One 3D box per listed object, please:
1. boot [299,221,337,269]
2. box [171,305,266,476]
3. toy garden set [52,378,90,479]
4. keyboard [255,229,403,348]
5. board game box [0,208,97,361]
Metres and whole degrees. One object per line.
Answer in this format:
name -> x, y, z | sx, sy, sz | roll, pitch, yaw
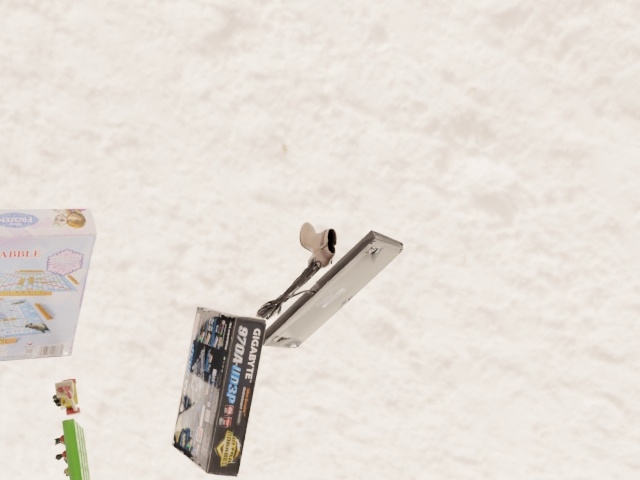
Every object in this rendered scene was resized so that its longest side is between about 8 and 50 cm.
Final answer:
boot -> 0.000, 0.000, 1.682 | 0.042, 0.119, 0.087 | 6, 150, -31
box -> -0.150, 0.211, 1.281 | 0.051, 0.220, 0.175 | 12, 175, -25
toy garden set -> -0.463, 0.345, 1.613 | 0.049, 0.204, 0.244 | -9, 165, -13
keyboard -> -0.004, 0.091, 1.629 | 0.317, 0.201, 0.033 | -45, 59, 20
board game box -> -0.552, 0.082, 1.455 | 0.318, 0.066, 0.318 | -1, 136, -28
